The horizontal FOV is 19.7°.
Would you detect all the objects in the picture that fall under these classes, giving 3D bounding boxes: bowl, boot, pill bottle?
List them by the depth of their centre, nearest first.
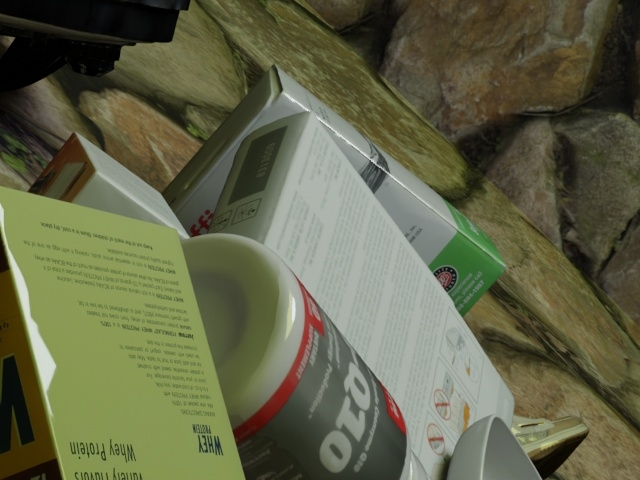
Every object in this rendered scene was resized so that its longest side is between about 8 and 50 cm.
[{"bbox_3d":[-0.033,0.133,1.304,0.161,0.161,0.283,55,2,42],"label":"pill bottle"},{"bbox_3d":[0.151,0.239,1.604,0.142,0.053,0.142,57,31,-30],"label":"bowl"},{"bbox_3d":[0.176,0.185,1.945,0.213,0.077,0.165,-11,50,-49],"label":"boot"}]

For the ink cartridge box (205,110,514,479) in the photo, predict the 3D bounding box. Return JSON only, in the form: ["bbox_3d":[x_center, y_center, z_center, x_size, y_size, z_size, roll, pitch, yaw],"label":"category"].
[{"bbox_3d":[0.031,0.123,1.624,0.385,0.091,0.308,54,31,-27],"label":"ink cartridge box"}]

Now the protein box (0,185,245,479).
[{"bbox_3d":[-0.164,0.096,1.083,0.200,0.136,0.201,15,55,-62],"label":"protein box"}]

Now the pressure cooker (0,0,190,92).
[{"bbox_3d":[-0.278,-0.344,1.725,0.370,0.420,0.375,7,10,-34],"label":"pressure cooker"}]

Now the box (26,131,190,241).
[{"bbox_3d":[-0.183,0.006,1.399,0.091,0.130,0.170,37,2,-18],"label":"box"}]

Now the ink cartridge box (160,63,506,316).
[{"bbox_3d":[0.000,0.000,1.798,0.289,0.211,0.121,38,12,-17],"label":"ink cartridge box"}]
